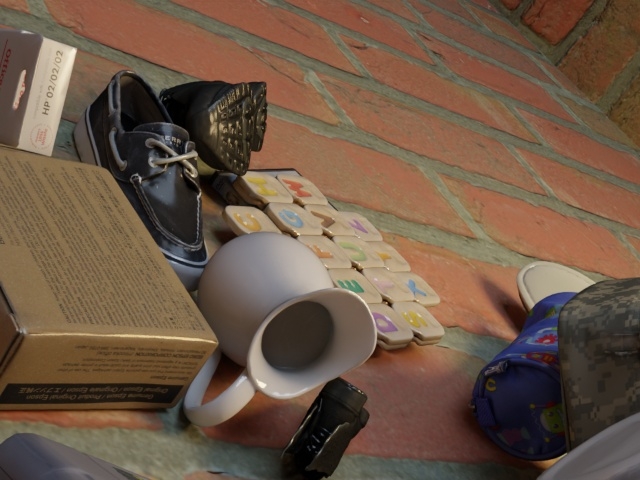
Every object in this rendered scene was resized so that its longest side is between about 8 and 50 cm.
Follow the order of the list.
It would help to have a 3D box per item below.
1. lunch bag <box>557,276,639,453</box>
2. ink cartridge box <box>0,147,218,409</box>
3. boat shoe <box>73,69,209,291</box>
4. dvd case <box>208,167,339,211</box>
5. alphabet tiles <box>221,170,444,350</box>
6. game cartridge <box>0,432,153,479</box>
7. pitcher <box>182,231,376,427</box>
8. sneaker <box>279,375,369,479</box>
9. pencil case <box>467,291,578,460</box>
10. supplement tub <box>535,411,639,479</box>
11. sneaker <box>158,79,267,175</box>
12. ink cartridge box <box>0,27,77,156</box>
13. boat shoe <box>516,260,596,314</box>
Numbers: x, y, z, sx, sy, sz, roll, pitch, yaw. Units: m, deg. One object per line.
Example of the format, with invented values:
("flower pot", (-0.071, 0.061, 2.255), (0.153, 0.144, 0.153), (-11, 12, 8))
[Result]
("lunch bag", (0.382, 0.178, 1.135), (0.256, 0.305, 0.212), (-3, 5, 25))
("ink cartridge box", (-0.223, 0.028, 0.953), (0.193, 0.088, 0.235), (8, 36, -46))
("boat shoe", (-0.172, -0.073, 1.200), (0.108, 0.102, 0.301), (19, 28, -35))
("dvd case", (0.000, 0.000, 1.404), (0.253, 0.022, 0.180), (44, 24, 20))
("alphabet tiles", (0.021, 0.018, 1.344), (0.278, 0.021, 0.284), (1, 41, -53))
("game cartridge", (-0.066, 0.206, 0.748), (0.294, 0.060, 0.196), (29, -15, -25))
("pitcher", (-0.061, 0.079, 1.045), (0.125, 0.177, 0.207), (60, -8, -22))
("sneaker", (0.003, 0.171, 1.027), (0.051, 0.089, 0.170), (29, -15, 9))
("pencil case", (0.264, 0.152, 1.358), (0.133, 0.119, 0.306), (-3, 11, 23))
("supplement tub", (0.331, 0.309, 0.943), (0.338, 0.207, 0.207), (61, 27, 5))
("sneaker", (-0.137, -0.138, 1.367), (0.130, 0.109, 0.286), (5, 7, 2))
("ink cartridge box", (-0.287, -0.138, 1.069), (0.061, 0.104, 0.181), (13, 2, -44))
("boat shoe", (0.373, 0.148, 1.552), (0.109, 0.091, 0.305), (-33, 57, -20))
